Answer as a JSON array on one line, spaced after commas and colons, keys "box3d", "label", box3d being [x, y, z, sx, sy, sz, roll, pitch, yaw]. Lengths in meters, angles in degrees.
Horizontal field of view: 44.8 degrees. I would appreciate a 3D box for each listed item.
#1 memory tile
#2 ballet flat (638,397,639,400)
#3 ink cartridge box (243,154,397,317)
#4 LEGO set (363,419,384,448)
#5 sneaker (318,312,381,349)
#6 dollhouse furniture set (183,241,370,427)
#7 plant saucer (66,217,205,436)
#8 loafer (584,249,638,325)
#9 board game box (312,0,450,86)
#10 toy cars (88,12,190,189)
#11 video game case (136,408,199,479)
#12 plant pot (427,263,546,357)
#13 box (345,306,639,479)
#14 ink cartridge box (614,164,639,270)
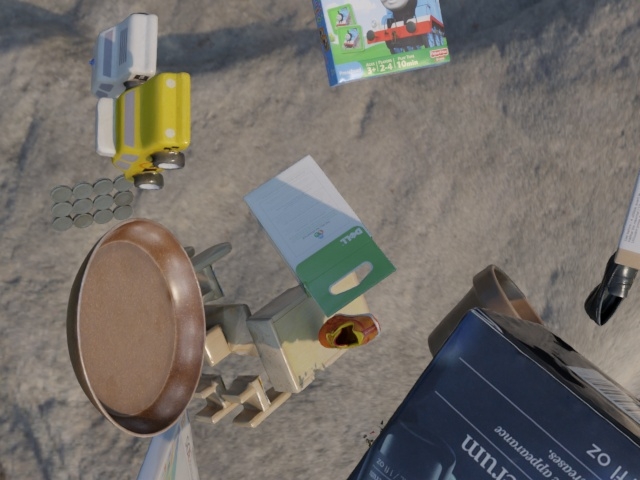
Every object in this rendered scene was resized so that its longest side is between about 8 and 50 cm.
[{"box3d": [-0.410, -0.068, 1.397, 0.148, 0.113, 0.012, -13, 52, -25], "label": "memory tile"}, {"box3d": [0.531, 0.295, 1.256, 0.241, 0.077, 0.091, 7, 74, 27], "label": "ballet flat"}, {"box3d": [0.000, 0.000, 1.016, 0.109, 0.062, 0.209, -33, 65, -7], "label": "ink cartridge box"}, {"box3d": [0.105, 0.333, 1.313, 0.023, 0.083, 0.054, -53, 40, 47], "label": "LEGO set"}, {"box3d": [0.036, 0.165, 1.383, 0.067, 0.175, 0.064, -25, 88, -31], "label": "sneaker"}, {"box3d": [-0.128, 0.171, 1.625, 0.394, 0.256, 0.362, -6, 110, 45], "label": "dollhouse furniture set"}, {"box3d": [-0.144, 0.067, 0.607, 0.029, 0.168, 0.168, -6, 77, 23], "label": "plant saucer"}, {"box3d": [0.691, 0.102, 1.801, 0.076, 0.078, 0.223, 10, 123, -16], "label": "loafer"}, {"box3d": [0.068, -0.316, 0.985, 0.160, 0.039, 0.211, -15, 96, -16], "label": "board game box"}, {"box3d": [-0.240, -0.177, 0.946, 0.394, 0.087, 0.176, -123, 43, -52], "label": "toy cars"}, {"box3d": [-0.253, 0.459, 1.198, 0.036, 0.300, 0.329, 8, 45, 6], "label": "video game case"}, {"box3d": [0.381, 0.223, 1.793, 0.229, 0.263, 0.263, -38, 69, 19], "label": "plant pot"}, {"box3d": [0.169, 0.309, 0.703, 0.293, 0.212, 0.395, 40, 103, 34], "label": "box"}, {"box3d": [0.545, -0.081, 1.236, 0.088, 0.193, 0.235, 17, 108, 21], "label": "ink cartridge box"}]
